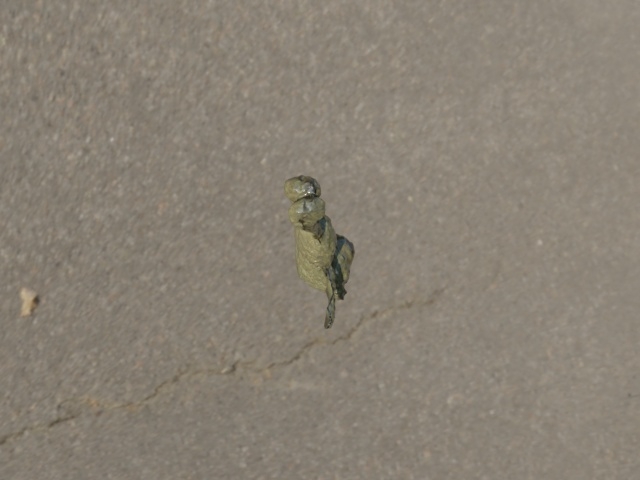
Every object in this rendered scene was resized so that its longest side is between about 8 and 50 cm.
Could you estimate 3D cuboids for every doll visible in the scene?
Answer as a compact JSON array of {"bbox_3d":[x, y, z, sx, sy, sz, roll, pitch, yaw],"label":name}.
[{"bbox_3d":[-0.007,-0.014,1.254,0.091,0.286,0.202,-25,45,-3],"label":"doll"}]
